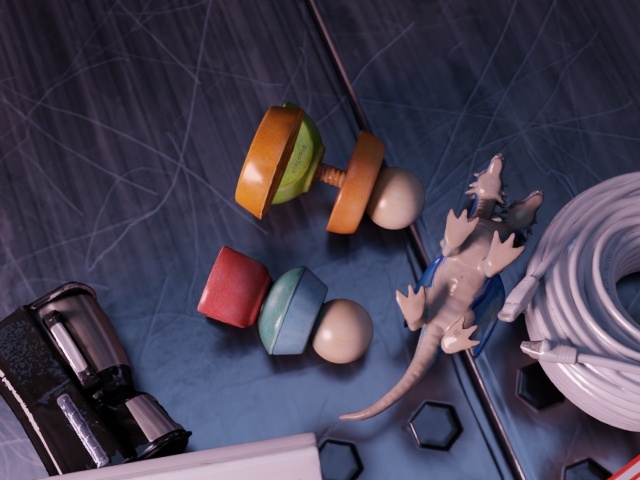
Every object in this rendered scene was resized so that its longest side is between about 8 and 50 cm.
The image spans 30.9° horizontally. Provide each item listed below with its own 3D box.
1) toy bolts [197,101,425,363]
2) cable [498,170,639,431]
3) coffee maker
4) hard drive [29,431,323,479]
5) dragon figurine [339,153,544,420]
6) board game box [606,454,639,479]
[{"bbox_3d":[0.000,0.000,1.048,0.158,0.218,0.228,21,89,1],"label":"toy bolts"},{"bbox_3d":[0.314,0.056,1.051,0.257,0.089,0.257,25,60,16],"label":"cable"},{"bbox_3d":[-0.229,0.156,1.034,0.171,0.120,0.178,-39,71,12],"label":"coffee maker"},{"bbox_3d":[-0.141,0.280,0.959,0.308,0.040,0.203,-9,107,-3],"label":"hard drive"},{"bbox_3d":[0.125,0.052,1.072,0.085,0.144,0.289,26,88,13],"label":"dragon figurine"},{"bbox_3d":[0.301,0.266,1.016,0.193,0.045,0.147,-35,73,-12],"label":"board game box"}]
